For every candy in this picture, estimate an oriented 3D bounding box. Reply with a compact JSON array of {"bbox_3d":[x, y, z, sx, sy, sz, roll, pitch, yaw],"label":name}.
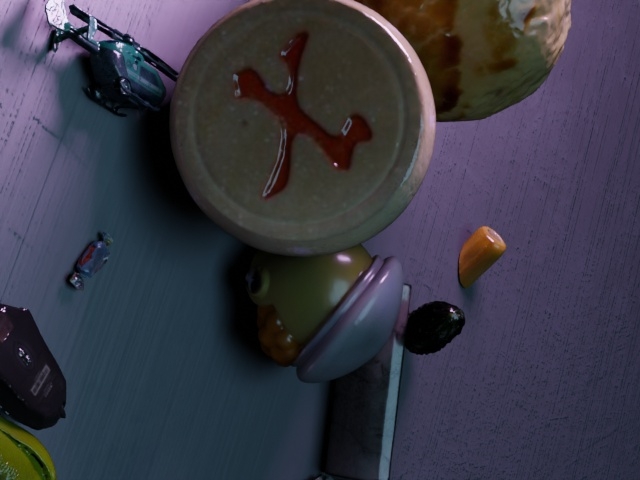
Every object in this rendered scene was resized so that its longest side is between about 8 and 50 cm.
[{"bbox_3d":[-0.278,0.027,1.622,0.083,0.020,0.030,-58,132,-33],"label":"candy"}]

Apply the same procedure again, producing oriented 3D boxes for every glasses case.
[{"bbox_3d":[0.072,0.209,1.984,0.060,0.114,0.299,13,83,-48],"label":"glasses case"}]

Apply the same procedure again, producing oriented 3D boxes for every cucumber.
[{"bbox_3d":[0.164,0.132,1.991,0.081,0.303,0.072,-39,85,-5],"label":"cucumber"}]

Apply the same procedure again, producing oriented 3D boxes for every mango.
[{"bbox_3d":[-0.362,0.246,1.497,0.091,0.074,0.165,-49,119,-36],"label":"mango"}]

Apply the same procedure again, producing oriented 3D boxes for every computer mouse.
[{"bbox_3d":[-0.351,0.146,1.509,0.172,0.057,0.099,61,29,-27],"label":"computer mouse"}]

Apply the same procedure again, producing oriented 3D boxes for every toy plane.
[{"bbox_3d":[-0.253,-0.220,1.610,0.235,0.060,0.096,33,59,-50],"label":"toy plane"}]

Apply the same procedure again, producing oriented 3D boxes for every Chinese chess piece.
[{"bbox_3d":[-0.022,-0.147,1.683,0.140,0.338,0.338,33,62,-84],"label":"Chinese chess piece"}]

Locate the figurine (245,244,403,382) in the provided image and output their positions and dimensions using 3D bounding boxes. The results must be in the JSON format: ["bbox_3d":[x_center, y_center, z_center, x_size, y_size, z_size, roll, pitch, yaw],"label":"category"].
[{"bbox_3d":[-0.018,0.008,1.804,0.224,0.205,0.382,-46,117,-46],"label":"figurine"}]

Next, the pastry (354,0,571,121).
[{"bbox_3d":[0.156,-0.341,1.862,0.312,0.388,0.389,-32,117,-34],"label":"pastry"}]

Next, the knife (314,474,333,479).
[{"bbox_3d":[-0.033,0.389,1.936,0.162,0.023,0.044,-28,120,-47],"label":"knife"}]

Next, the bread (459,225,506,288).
[{"bbox_3d":[0.265,0.026,2.263,0.062,0.103,0.049,51,24,17],"label":"bread"}]
